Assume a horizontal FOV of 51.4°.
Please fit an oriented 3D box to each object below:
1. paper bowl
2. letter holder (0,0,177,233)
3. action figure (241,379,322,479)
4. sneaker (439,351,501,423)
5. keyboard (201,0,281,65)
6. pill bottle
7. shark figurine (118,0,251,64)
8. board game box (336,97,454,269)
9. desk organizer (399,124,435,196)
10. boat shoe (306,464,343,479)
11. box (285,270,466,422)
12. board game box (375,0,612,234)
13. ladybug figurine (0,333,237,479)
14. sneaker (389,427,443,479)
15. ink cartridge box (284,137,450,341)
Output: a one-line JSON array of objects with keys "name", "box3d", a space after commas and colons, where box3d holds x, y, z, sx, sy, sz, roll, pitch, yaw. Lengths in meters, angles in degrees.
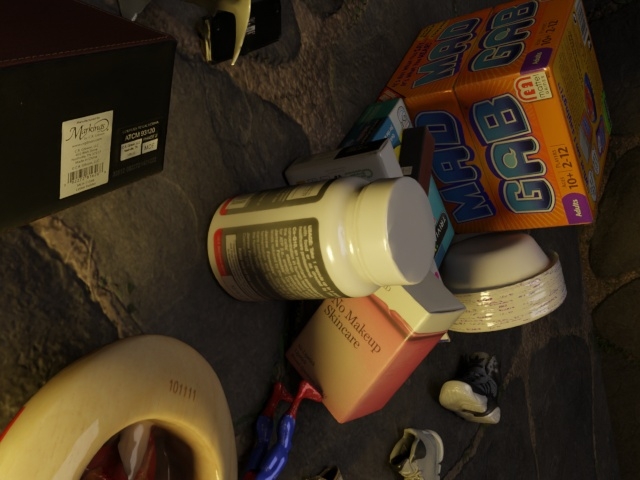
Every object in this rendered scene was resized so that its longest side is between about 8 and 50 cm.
[{"name": "paper bowl", "box3d": [0.365, 0.074, 1.416, 0.284, 0.284, 0.148, -30, 108, -53]}, {"name": "letter holder", "box3d": [-0.319, -0.129, 0.608, 0.302, 0.214, 0.152, -35, 145, -52]}, {"name": "action figure", "box3d": [-0.063, 0.350, 0.929, 0.139, 0.091, 0.280, 53, 45, -24]}, {"name": "sneaker", "box3d": [0.346, 0.321, 1.521, 0.268, 0.101, 0.153, 43, 51, -51]}, {"name": "keyboard", "box3d": [-0.123, -0.335, 1.006, 0.192, 0.038, 0.100, -41, 142, -51]}, {"name": "pill bottle", "box3d": [0.000, 0.000, 0.903, 0.161, 0.283, 0.161, 10, 77, -54]}, {"name": "shark figurine", "box3d": [-0.192, -0.305, 0.809, 0.116, 0.278, 0.166, -58, 179, 10]}, {"name": "board game box", "box3d": [0.144, -0.066, 1.297, 0.336, 0.079, 0.254, 62, 41, -29]}, {"name": "desk organizer", "box3d": [0.181, -0.146, 1.251, 0.050, 0.047, 0.130, 40, 54, -49]}, {"name": "boat shoe", "box3d": [-0.005, 0.394, 1.051, 0.135, 0.050, 0.045, -3, 84, -65]}, {"name": "box", "box3d": [0.080, 0.140, 1.017, 0.126, 0.148, 0.232, 1, 129, -54]}, {"name": "board game box", "box3d": [0.389, -0.267, 1.434, 0.357, 0.356, 0.356, 60, 41, -31]}, {"name": "ladybug figurine", "box3d": [-0.228, 0.311, 0.639, 0.305, 0.161, 0.450, 41, 53, -45]}, {"name": "sneaker", "box3d": [0.177, 0.472, 1.279, 0.132, 0.086, 0.229, 32, 50, -43]}, {"name": "ink cartridge box", "box3d": [0.091, 0.017, 1.122, 0.069, 0.175, 0.371, -53, 127, -50]}]
